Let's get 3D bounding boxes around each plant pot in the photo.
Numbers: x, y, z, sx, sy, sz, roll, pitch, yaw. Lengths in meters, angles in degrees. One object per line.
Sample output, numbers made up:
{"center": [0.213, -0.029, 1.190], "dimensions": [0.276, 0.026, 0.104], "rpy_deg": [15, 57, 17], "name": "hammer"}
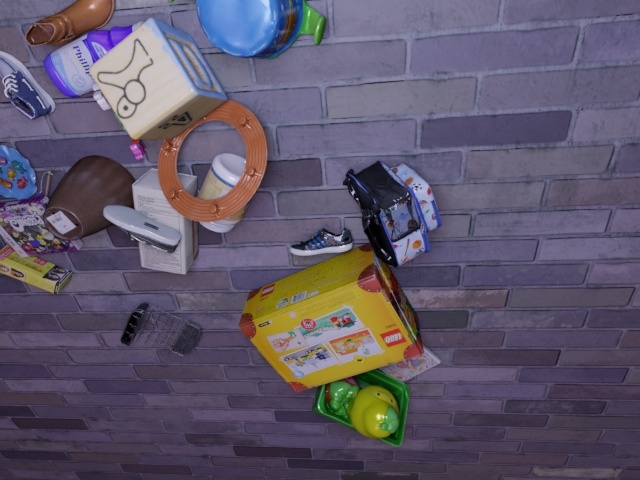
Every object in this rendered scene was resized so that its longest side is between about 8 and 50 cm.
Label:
{"center": [-0.686, -0.105, 1.203], "dimensions": [0.216, 0.230, 0.215], "rpy_deg": [3, 123, 4], "name": "plant pot"}

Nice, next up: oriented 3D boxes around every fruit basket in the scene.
{"center": [0.177, 0.597, 1.530], "dimensions": [0.393, 0.282, 0.391], "rpy_deg": [12, 142, 10], "name": "fruit basket"}

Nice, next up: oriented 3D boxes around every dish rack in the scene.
{"center": [-0.609, 0.363, 1.597], "dimensions": [0.272, 0.074, 0.208], "rpy_deg": [27, 122, -13], "name": "dish rack"}

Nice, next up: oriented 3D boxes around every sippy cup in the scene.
{"center": [-0.158, -0.505, 0.899], "dimensions": [0.306, 0.224, 0.239], "rpy_deg": [-16, 120, 15], "name": "sippy cup"}

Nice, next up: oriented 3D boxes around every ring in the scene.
{"center": [-0.297, -0.216, 1.091], "dimensions": [0.337, 0.032, 0.335], "rpy_deg": [-2, 85, 18], "name": "ring"}

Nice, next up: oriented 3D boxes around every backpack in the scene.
{"center": [0.206, -0.071, 1.149], "dimensions": [0.213, 0.276, 0.263], "rpy_deg": [-19, 124, 1], "name": "backpack"}

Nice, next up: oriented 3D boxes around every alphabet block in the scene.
{"center": [-0.379, -0.373, 0.989], "dimensions": [0.197, 0.193, 0.192], "rpy_deg": [-28, 96, 16], "name": "alphabet block"}

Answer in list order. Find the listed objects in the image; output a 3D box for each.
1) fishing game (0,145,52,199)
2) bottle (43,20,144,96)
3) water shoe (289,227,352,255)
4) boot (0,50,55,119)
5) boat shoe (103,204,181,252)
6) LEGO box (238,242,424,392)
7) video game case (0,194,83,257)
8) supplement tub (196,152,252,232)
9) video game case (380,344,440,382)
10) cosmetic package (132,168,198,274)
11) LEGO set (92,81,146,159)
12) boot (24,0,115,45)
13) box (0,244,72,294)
{"center": [-0.979, -0.206, 1.278], "dimensions": [0.264, 0.041, 0.189], "rpy_deg": [29, 120, -12], "name": "fishing game"}
{"center": [-0.549, -0.462, 1.039], "dimensions": [0.283, 0.092, 0.118], "rpy_deg": [-16, 120, 15], "name": "bottle"}
{"center": [0.000, 0.000, 1.320], "dimensions": [0.203, 0.073, 0.080], "rpy_deg": [-6, 101, 4], "name": "water shoe"}
{"center": [-0.811, -0.415, 1.098], "dimensions": [0.069, 0.086, 0.190], "rpy_deg": [-31, 116, 23], "name": "boot"}
{"center": [-0.515, -0.026, 1.178], "dimensions": [0.220, 0.077, 0.070], "rpy_deg": [27, 121, -12], "name": "boat shoe"}
{"center": [0.040, 0.278, 1.411], "dimensions": [0.501, 0.193, 0.372], "rpy_deg": [-23, 118, 18], "name": "LEGO box"}
{"center": [-0.953, -0.042, 1.368], "dimensions": [0.232, 0.041, 0.210], "rpy_deg": [-7, 130, 9], "name": "video game case"}
{"center": [-0.273, -0.136, 1.198], "dimensions": [0.145, 0.144, 0.199], "rpy_deg": [27, 122, -12], "name": "supplement tub"}
{"center": [0.315, 0.455, 1.603], "dimensions": [0.227, 0.026, 0.206], "rpy_deg": [41, 118, -20], "name": "video game case"}
{"center": [-0.471, -0.055, 1.278], "dimensions": [0.153, 0.129, 0.295], "rpy_deg": [12, 124, -1], "name": "cosmetic package"}
{"center": [-0.500, -0.310, 1.097], "dimensions": [0.087, 0.093, 0.227], "rpy_deg": [-20, 143, 0], "name": "LEGO set"}
{"center": [-0.586, -0.519, 0.969], "dimensions": [0.197, 0.152, 0.073], "rpy_deg": [-28, 116, 21], "name": "boot"}
{"center": [-1.019, 0.104, 1.458], "dimensions": [0.233, 0.087, 0.058], "rpy_deg": [26, 119, -10], "name": "box"}
